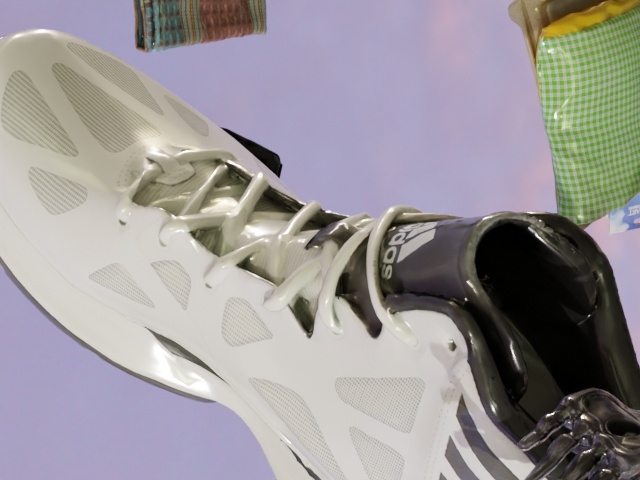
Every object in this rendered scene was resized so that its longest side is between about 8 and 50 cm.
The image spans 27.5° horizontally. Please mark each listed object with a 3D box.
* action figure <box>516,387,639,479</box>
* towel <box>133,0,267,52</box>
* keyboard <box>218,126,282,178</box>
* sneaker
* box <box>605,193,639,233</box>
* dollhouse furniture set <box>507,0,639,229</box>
[{"bbox_3d":[0.115,0.190,0.477,0.164,0.141,0.275,48,154,53],"label":"action figure"},{"bbox_3d":[-0.127,-0.405,1.451,0.271,0.040,0.370,-26,-61,-59],"label":"towel"},{"bbox_3d":[-0.091,0.003,0.964,0.100,0.038,0.192,28,-123,-26],"label":"keyboard"},{"bbox_3d":[0.001,0.000,0.683,0.447,0.257,0.169,44,-128,5],"label":"sneaker"},{"bbox_3d":[0.411,-0.103,1.671,0.042,0.109,0.178,-124,27,-58],"label":"box"},{"bbox_3d":[0.300,-0.155,1.035,0.301,0.151,0.197,-35,-67,-44],"label":"dollhouse furniture set"}]
